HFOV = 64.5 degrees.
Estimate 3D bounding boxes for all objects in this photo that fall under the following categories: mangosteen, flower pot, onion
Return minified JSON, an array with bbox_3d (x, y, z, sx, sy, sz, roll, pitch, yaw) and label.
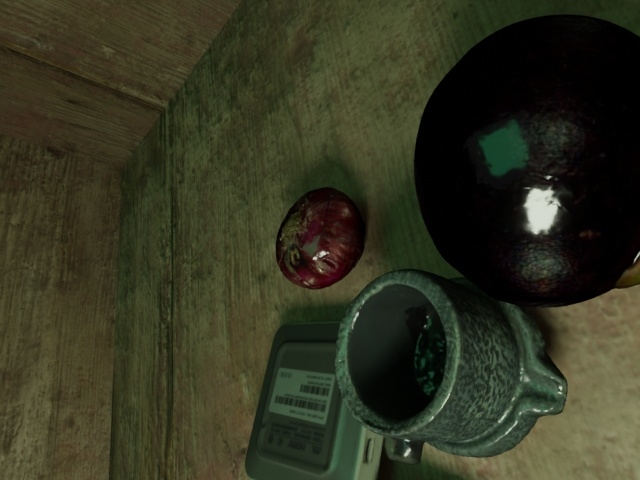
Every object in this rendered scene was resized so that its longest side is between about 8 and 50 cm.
[{"bbox_3d":[0.336,-0.103,0.659,0.434,0.382,0.383,-5,75,41],"label":"mangosteen"},{"bbox_3d":[0.211,0.195,0.783,0.299,0.282,0.300,-23,58,43],"label":"flower pot"},{"bbox_3d":[0.000,0.000,1.177,0.246,0.190,0.247,-38,33,30],"label":"onion"}]

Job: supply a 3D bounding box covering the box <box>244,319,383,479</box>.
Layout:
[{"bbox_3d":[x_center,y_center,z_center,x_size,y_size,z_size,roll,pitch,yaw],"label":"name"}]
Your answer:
[{"bbox_3d":[-0.012,0.363,1.111,0.367,0.090,0.374,-14,56,49],"label":"box"}]
